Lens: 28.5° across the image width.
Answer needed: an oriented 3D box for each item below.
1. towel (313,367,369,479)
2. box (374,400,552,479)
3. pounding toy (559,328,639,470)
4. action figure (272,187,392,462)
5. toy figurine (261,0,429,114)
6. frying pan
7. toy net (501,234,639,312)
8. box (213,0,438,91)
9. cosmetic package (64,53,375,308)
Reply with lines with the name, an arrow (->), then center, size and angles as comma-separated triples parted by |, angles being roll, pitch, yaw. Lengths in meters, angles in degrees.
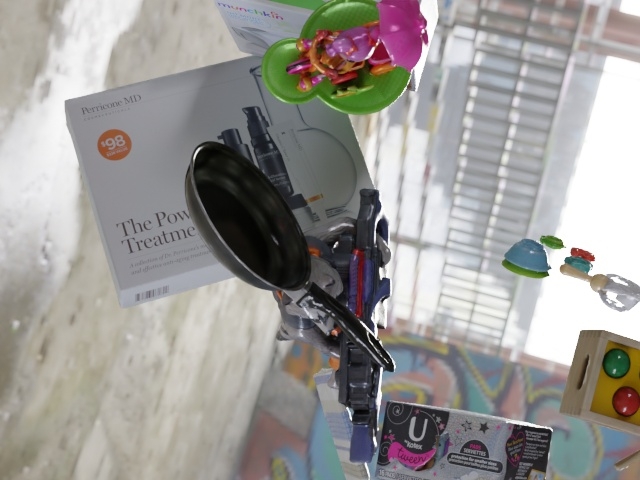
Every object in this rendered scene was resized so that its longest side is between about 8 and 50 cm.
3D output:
towel -> 0.052, 0.364, 2.267 | 0.209, 0.034, 0.285 | 129, -56, -79
box -> 0.243, 0.362, 2.154 | 0.163, 0.247, 0.142 | 18, 79, -50
pounding toy -> 0.456, 0.241, 1.784 | 0.094, 0.206, 0.181 | 159, -52, -78
action figure -> 0.004, 0.118, 1.613 | 0.330, 0.178, 0.341 | 69, 24, -70
toy figurine -> 0.039, -0.199, 1.272 | 0.159, 0.173, 0.130 | 163, -88, -74
frying pan -> -0.042, 0.012, 1.439 | 0.326, 0.053, 0.197 | 40, 27, -33
toy net -> 0.368, 0.052, 1.748 | 0.122, 0.232, 0.045 | -1, 113, -44
box -> 0.013, -0.312, 1.638 | 0.231, 0.262, 0.127 | 60, 45, -79
cosmetic package -> -0.134, -0.097, 1.742 | 0.097, 0.377, 0.284 | 113, -41, -69
